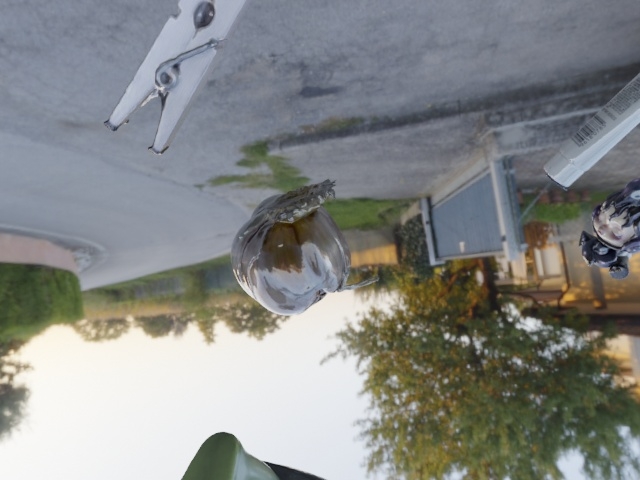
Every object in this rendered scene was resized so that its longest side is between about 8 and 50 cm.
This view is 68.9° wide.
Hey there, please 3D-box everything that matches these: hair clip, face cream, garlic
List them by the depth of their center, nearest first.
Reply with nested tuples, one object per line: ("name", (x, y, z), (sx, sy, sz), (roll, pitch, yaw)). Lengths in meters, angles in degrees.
("garlic", (0.000, 0.000, 0.691), (0.256, 0.207, 0.207), (3, 172, -22))
("hair clip", (-0.220, -0.292, 0.750), (0.331, 0.101, 0.085), (-49, -168, 23))
("face cream", (0.473, -0.190, 0.760), (0.058, 0.092, 0.244), (29, 123, -15))

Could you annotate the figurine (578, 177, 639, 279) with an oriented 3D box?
("figurine", (0.657, -0.035, 0.982), (0.145, 0.145, 0.222), (-7, 133, -16))

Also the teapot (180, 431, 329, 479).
("teapot", (-0.040, 0.336, 0.417), (0.239, 0.240, 0.322), (21, 140, -2))
